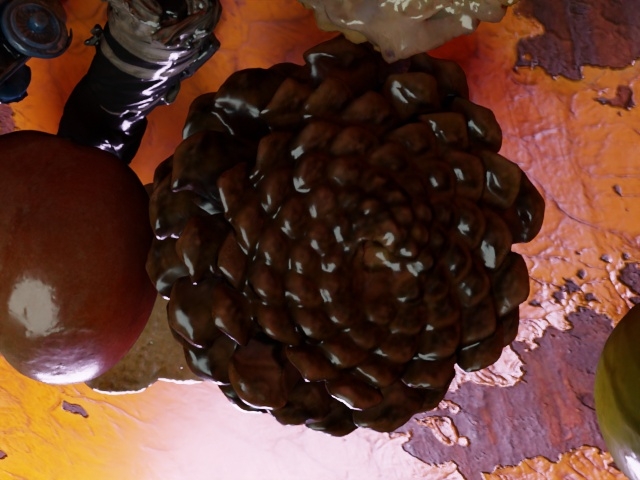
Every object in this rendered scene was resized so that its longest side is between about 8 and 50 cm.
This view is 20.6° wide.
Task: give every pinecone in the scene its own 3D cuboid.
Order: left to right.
[{"bbox_3d":[0.000,0.000,1.647,0.384,0.384,0.384,15,135,15],"label":"pinecone"}]

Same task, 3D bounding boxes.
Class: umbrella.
[{"bbox_3d":[-0.195,-0.160,1.758,0.113,0.106,0.357,41,144,1],"label":"umbrella"}]

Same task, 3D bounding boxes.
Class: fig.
[{"bbox_3d":[0.370,0.166,1.625,0.239,0.271,0.239,6,125,9],"label":"fig"}]

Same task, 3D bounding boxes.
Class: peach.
[{"bbox_3d":[-0.274,0.012,1.721,0.252,0.252,0.252,15,135,15],"label":"peach"}]

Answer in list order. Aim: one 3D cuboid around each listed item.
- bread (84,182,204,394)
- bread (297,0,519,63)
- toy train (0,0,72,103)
[{"bbox_3d":[-0.152,0.058,1.906,0.207,0.056,0.286,11,126,-21],"label":"bread"},{"bbox_3d":[0.082,-0.287,1.410,0.274,0.149,0.274,14,114,35],"label":"bread"},{"bbox_3d":[-0.381,-0.186,1.674,0.202,0.299,0.131,47,136,-7],"label":"toy train"}]
